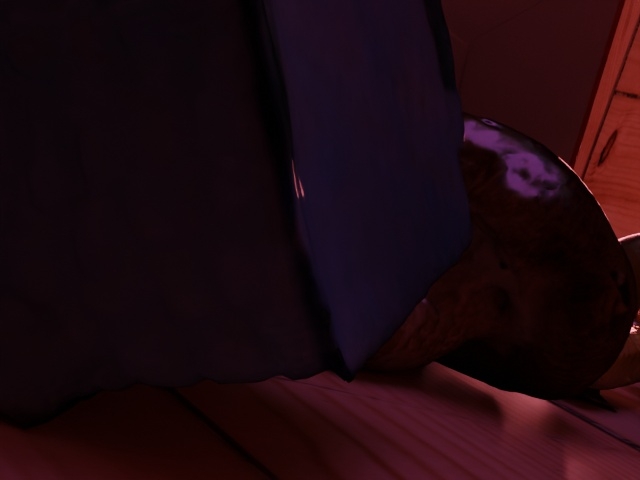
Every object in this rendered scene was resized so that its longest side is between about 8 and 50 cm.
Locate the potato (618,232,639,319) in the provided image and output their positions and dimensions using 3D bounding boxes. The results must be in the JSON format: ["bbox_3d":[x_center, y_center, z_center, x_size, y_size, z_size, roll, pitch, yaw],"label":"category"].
[{"bbox_3d":[0.468,0.081,1.696,0.351,0.202,0.218,10,-4,-15],"label":"potato"}]

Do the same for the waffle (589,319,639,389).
[{"bbox_3d":[0.206,0.084,1.350,0.248,0.055,0.221,17,8,32],"label":"waffle"}]

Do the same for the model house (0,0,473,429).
[{"bbox_3d":[-0.125,-0.081,0.730,0.339,0.297,0.360,-12,10,19],"label":"model house"}]

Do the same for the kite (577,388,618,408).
[{"bbox_3d":[0.234,0.129,1.362,0.127,0.016,0.229,23,9,11],"label":"kite"}]

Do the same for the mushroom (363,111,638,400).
[{"bbox_3d":[0.096,0.019,1.104,0.254,0.267,0.267,-16,11,-7],"label":"mushroom"}]

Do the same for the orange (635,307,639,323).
[{"bbox_3d":[0.402,0.112,1.446,0.159,0.159,0.136,22,39,26],"label":"orange"}]

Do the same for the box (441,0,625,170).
[{"bbox_3d":[0.064,-0.171,1.301,0.318,0.349,0.257,-5,35,-24],"label":"box"}]
